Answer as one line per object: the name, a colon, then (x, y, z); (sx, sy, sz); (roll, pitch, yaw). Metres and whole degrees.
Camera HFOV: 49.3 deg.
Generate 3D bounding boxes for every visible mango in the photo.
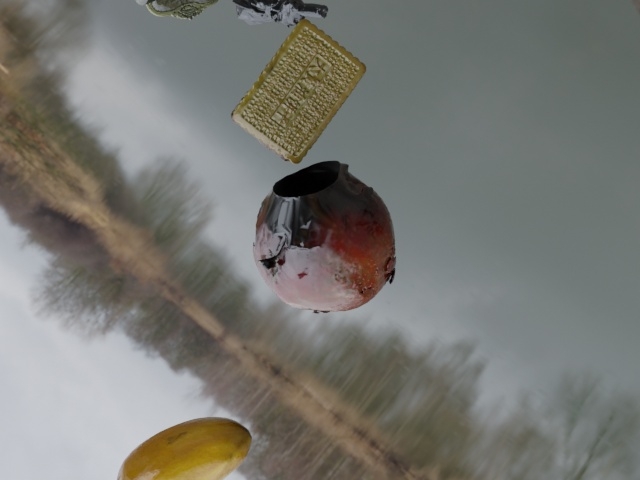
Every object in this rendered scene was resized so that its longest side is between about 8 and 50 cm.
mango: (-0.197, 0.330, 1.027); (0.112, 0.219, 0.145); (62, -173, -12)

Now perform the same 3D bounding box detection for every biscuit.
biscuit: (-0.044, -0.295, 1.396); (0.172, 0.254, 0.029); (36, -175, -10)

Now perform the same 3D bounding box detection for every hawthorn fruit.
hawthorn fruit: (0.012, -0.007, 1.384); (0.316, 0.316, 0.316); (39, 166, 11)

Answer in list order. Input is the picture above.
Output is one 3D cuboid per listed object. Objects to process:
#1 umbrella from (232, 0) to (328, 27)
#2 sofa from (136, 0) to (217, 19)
umbrella: (-0.103, -0.618, 1.844); (0.340, 0.118, 0.118); (23, 158, 45)
sofa: (-0.329, -0.678, 1.756); (0.200, 0.258, 0.181); (-11, 101, 59)
